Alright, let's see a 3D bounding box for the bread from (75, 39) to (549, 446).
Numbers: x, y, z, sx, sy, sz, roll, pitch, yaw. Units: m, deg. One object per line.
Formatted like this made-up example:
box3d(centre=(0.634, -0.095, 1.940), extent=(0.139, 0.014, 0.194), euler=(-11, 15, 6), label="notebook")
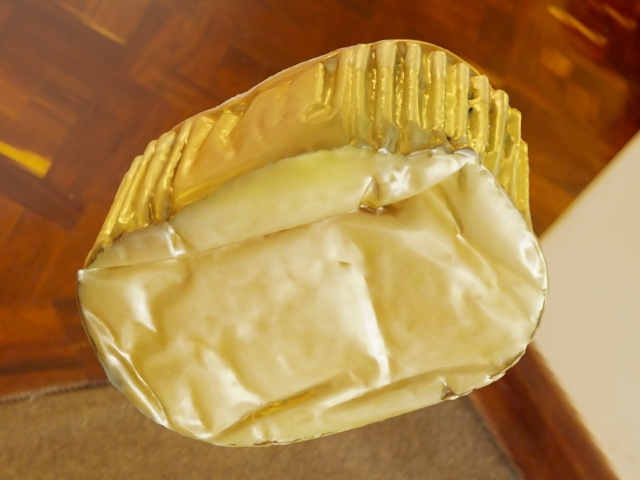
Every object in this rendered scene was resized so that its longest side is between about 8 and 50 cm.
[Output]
box3d(centre=(0.000, 0.000, 0.869), extent=(0.204, 0.288, 0.156), euler=(55, 22, -23), label="bread")
